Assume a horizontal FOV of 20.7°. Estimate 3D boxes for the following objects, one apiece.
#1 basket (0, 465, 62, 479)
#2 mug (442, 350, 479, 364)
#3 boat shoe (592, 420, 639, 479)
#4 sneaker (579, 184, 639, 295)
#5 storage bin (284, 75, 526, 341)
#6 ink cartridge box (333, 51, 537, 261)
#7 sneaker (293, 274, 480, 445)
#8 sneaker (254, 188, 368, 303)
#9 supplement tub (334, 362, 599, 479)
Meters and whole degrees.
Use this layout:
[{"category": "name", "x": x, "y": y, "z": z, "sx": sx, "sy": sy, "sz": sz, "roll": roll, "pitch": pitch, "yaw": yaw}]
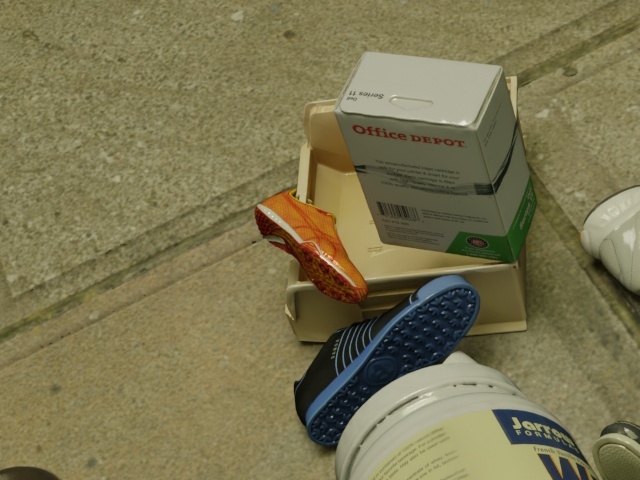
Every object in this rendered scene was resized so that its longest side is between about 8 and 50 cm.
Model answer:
[{"category": "basket", "x": -0.256, "y": 0.325, "z": 1.663, "sx": 0.204, "sy": 0.227, "sz": 0.154, "roll": 17, "pitch": 59, "yaw": 30}, {"category": "mug", "x": 0.152, "y": 0.160, "z": 1.786, "sx": 0.064, "sy": 0.078, "sz": 0.062, "roll": 29, "pitch": 32, "yaw": 25}, {"category": "boat shoe", "x": 0.333, "y": 0.222, "z": 1.549, "sx": 0.084, "sy": 0.233, "sz": 0.079, "roll": -27, "pitch": 33, "yaw": 53}, {"category": "sneaker", "x": 0.410, "y": -0.029, "z": 1.834, "sx": 0.262, "sy": 0.099, "sz": 0.121, "roll": -34, "pitch": 57, "yaw": -1}, {"category": "storage bin", "x": 0.094, "y": -0.030, "z": 1.908, "sx": 0.260, "sy": 0.123, "sz": 0.262, "roll": -6, "pitch": 51, "yaw": 13}, {"category": "ink cartridge box", "x": 0.117, "y": -0.082, "z": 1.723, "sx": 0.153, "sy": 0.208, "sz": 0.087, "roll": 10, "pitch": 56, "yaw": 24}, {"category": "sneaker", "x": 0.060, "y": 0.106, "z": 1.799, "sx": 0.232, "sy": 0.081, "sz": 0.090, "roll": -42, "pitch": 35, "yaw": 10}, {"category": "sneaker", "x": 0.000, "y": 0.000, "z": 1.795, "sx": 0.067, "sy": 0.064, "sz": 0.175, "roll": -29, "pitch": 51, "yaw": -19}, {"category": "supplement tub", "x": 0.154, "y": 0.283, "z": 1.541, "sx": 0.235, "sy": 0.235, "sz": 0.325, "roll": -25, "pitch": 39, "yaw": -3}]
